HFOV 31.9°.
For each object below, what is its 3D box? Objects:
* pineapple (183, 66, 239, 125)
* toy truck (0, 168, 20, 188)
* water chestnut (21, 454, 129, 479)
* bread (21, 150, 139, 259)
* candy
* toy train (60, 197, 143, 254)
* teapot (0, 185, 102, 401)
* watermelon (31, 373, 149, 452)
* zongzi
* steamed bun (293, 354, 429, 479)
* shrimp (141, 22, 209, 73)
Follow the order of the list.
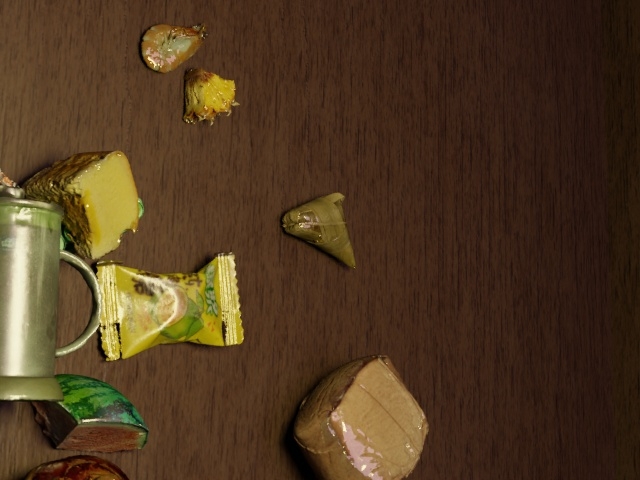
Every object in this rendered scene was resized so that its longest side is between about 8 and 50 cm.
[{"bbox_3d":[-0.225,-0.291,2.209,0.116,0.069,0.137,59,38,-14],"label":"pineapple"},{"bbox_3d":[-0.533,-0.098,1.868,0.032,0.024,0.083,-47,123,-8],"label":"toy truck"},{"bbox_3d":[-0.397,0.460,1.798,0.224,0.238,0.223,12,43,-12],"label":"water chestnut"},{"bbox_3d":[-0.395,-0.058,1.880,0.140,0.169,0.160,-44,121,-41],"label":"bread"},{"bbox_3d":[-0.275,0.117,2.062,0.297,0.081,0.187,-2,84,-35],"label":"candy"},{"bbox_3d":[-0.421,-0.045,1.939,0.251,0.085,0.119,-27,85,-42],"label":"toy train"},{"bbox_3d":[-0.471,0.086,1.751,0.270,0.200,0.337,5,80,-32],"label":"teapot"},{"bbox_3d":[-0.365,0.289,1.882,0.231,0.146,0.128,14,72,-42],"label":"watermelon"},{"bbox_3d":[0.000,0.000,2.375,0.160,0.078,0.176,-22,102,-41],"label":"zongzi"},{"bbox_3d":[0.066,0.393,2.292,0.251,0.199,0.301,53,38,-3],"label":"steamed bun"},{"bbox_3d":[-0.278,-0.386,2.177,0.184,0.043,0.091,-34,104,-43],"label":"shrimp"}]
